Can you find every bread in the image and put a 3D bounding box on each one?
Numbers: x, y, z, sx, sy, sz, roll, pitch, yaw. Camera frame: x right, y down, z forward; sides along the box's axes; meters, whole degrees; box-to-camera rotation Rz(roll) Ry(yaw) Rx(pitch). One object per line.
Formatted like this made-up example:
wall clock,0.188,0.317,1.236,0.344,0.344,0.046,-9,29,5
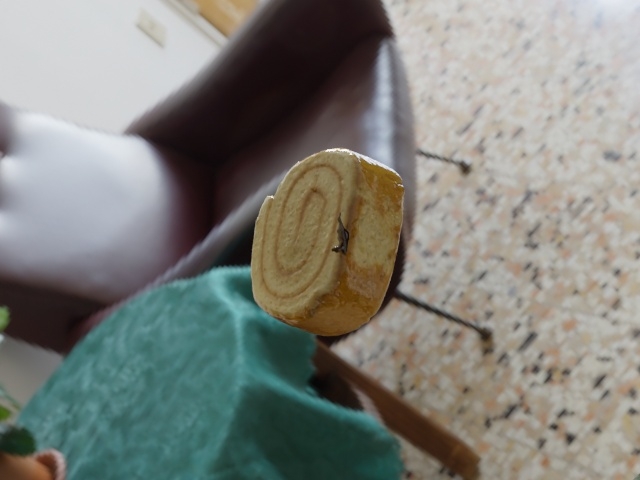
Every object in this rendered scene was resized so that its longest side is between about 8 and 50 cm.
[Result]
bread,0.000,0.000,1.039,0.122,0.073,0.149,-1,74,47

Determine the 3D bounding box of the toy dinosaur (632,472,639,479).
toy dinosaur,0.173,0.168,0.878,0.447,0.087,0.301,-103,25,-75
